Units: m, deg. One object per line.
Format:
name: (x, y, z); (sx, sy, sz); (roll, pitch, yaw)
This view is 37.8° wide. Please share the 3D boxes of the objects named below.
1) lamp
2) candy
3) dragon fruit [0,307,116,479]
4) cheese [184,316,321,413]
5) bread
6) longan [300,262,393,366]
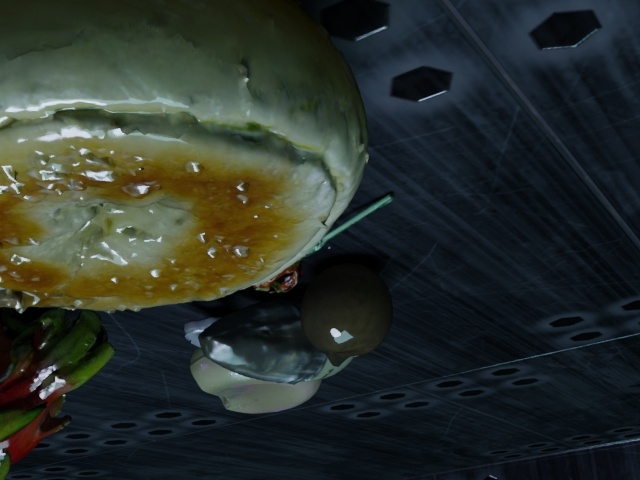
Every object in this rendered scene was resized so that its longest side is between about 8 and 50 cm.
lamp: (-0.031, 0.112, 1.053); (0.250, 0.101, 0.101); (0, 160, -45)
candy: (0.000, 0.000, 0.890); (0.185, 0.049, 0.055); (-33, 177, 34)
dragon fruit: (-0.363, 0.147, 1.008); (0.269, 0.200, 0.198); (-46, 149, -7)
cheese: (-0.096, 0.146, 1.163); (0.163, 0.082, 0.286); (-14, 153, 14)
bread: (-0.122, -0.061, 0.547); (0.306, 0.158, 0.305); (-8, 158, -3)
longan: (0.027, 0.079, 0.990); (0.092, 0.113, 0.113); (19, 174, 35)
